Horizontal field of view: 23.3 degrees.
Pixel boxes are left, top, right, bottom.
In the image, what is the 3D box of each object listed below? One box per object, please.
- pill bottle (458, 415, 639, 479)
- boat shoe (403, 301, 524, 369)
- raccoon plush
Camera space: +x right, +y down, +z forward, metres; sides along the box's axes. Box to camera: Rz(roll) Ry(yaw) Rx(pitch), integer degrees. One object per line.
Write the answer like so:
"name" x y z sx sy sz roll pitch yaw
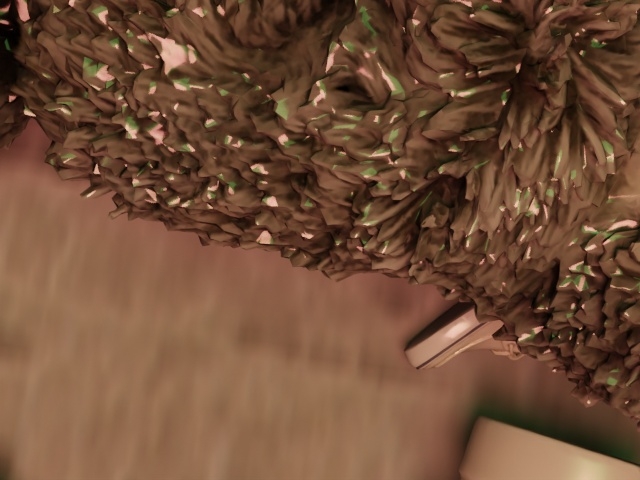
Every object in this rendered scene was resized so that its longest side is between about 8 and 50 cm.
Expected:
"pill bottle" 0.073 0.181 0.612 0.117 0.117 0.208 18 87 -8
"boat shoe" 0.084 0.033 0.658 0.100 0.035 0.035 -30 91 -15
"raccoon plush" 0.000 0.000 0.586 0.446 0.216 0.299 -22 93 21
